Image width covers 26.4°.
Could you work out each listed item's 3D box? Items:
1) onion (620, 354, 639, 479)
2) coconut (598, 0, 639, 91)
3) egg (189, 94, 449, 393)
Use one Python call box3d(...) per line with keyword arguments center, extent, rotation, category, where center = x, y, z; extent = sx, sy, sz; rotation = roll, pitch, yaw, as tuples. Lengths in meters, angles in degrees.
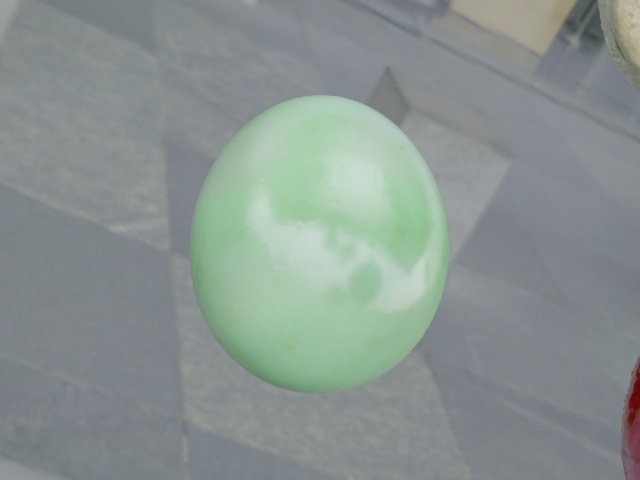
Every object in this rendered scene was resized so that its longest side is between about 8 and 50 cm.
box3d(center=(0.308, 0.115, 0.785), extent=(0.276, 0.276, 0.276), rotation=(26, 20, -10), category="onion")
box3d(center=(0.370, -0.229, 1.159), extent=(0.237, 0.237, 0.266), rotation=(34, 38, 13), category="coconut")
box3d(center=(0.000, 0.000, 1.166), extent=(0.220, 0.220, 0.269), rotation=(23, 53, -19), category="egg")
